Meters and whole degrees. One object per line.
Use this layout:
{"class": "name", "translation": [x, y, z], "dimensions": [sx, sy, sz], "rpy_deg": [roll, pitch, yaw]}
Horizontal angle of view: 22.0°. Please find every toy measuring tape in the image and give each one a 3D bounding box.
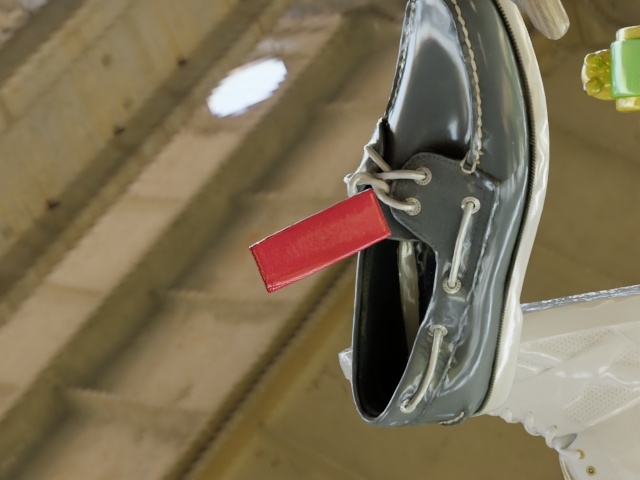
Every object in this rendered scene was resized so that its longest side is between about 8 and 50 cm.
{"class": "toy measuring tape", "translation": [0.320, -0.128, 1.206], "dimensions": [0.330, 0.121, 0.121], "rpy_deg": [2, -135, 46]}

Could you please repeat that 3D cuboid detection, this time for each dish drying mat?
{"class": "dish drying mat", "translation": [0.000, 0.000, 0.971], "dimensions": [0.083, 0.032, 0.008], "rpy_deg": [-26, -171, -17]}

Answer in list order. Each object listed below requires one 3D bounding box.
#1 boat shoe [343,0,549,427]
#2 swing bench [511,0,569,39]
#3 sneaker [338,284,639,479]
{"class": "boat shoe", "translation": [0.069, -0.019, 1.037], "dimensions": [0.099, 0.319, 0.116], "rpy_deg": [-14, -150, -26]}
{"class": "swing bench", "translation": [0.173, -0.255, 0.898], "dimensions": [0.254, 0.165, 0.253], "rpy_deg": [-20, -153, -4]}
{"class": "sneaker", "translation": [0.167, 0.134, 1.289], "dimensions": [0.292, 0.169, 0.108], "rpy_deg": [-9, -176, 9]}
